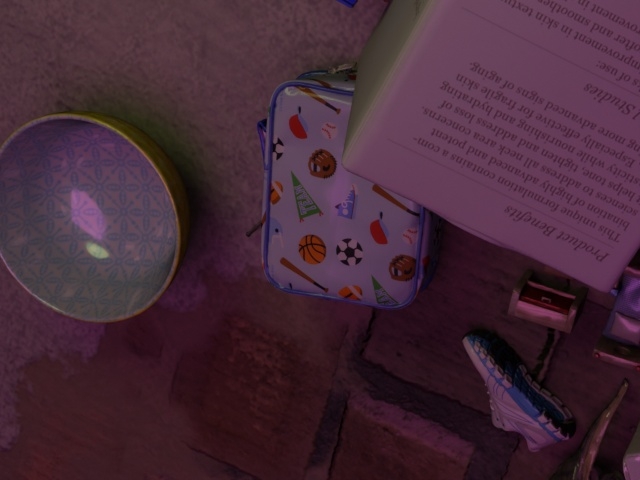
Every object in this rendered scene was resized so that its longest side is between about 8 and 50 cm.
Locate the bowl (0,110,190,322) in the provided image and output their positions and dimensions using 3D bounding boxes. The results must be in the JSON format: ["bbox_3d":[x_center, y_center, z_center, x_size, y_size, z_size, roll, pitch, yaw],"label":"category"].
[{"bbox_3d":[-0.288,-0.048,2.096,0.290,0.156,0.289,7,110,19],"label":"bowl"}]

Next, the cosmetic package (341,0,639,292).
[{"bbox_3d":[0.258,-0.229,1.679,0.329,0.327,0.393,26,117,-9],"label":"cosmetic package"}]

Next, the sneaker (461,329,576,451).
[{"bbox_3d":[0.240,0.202,2.028,0.190,0.071,0.083,49,124,0],"label":"sneaker"}]

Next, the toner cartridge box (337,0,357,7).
[{"bbox_3d":[0.048,-0.453,1.733,0.165,0.075,0.347,27,107,-13],"label":"toner cartridge box"}]

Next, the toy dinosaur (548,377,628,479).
[{"bbox_3d":[0.344,0.315,2.005,0.064,0.118,0.268,11,121,-31],"label":"toy dinosaur"}]

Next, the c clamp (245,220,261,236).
[{"bbox_3d":[0.000,0.000,2.079,0.161,0.022,0.137,45,113,4],"label":"c clamp"}]

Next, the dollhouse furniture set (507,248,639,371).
[{"bbox_3d":[0.332,0.057,1.904,0.184,0.129,0.129,17,113,15],"label":"dollhouse furniture set"}]

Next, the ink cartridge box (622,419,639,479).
[{"bbox_3d":[0.553,0.318,1.908,0.306,0.131,0.226,-10,105,26],"label":"ink cartridge box"}]

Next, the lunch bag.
[{"bbox_3d":[0.037,-0.072,1.975,0.243,0.115,0.303,10,108,19],"label":"lunch bag"}]
